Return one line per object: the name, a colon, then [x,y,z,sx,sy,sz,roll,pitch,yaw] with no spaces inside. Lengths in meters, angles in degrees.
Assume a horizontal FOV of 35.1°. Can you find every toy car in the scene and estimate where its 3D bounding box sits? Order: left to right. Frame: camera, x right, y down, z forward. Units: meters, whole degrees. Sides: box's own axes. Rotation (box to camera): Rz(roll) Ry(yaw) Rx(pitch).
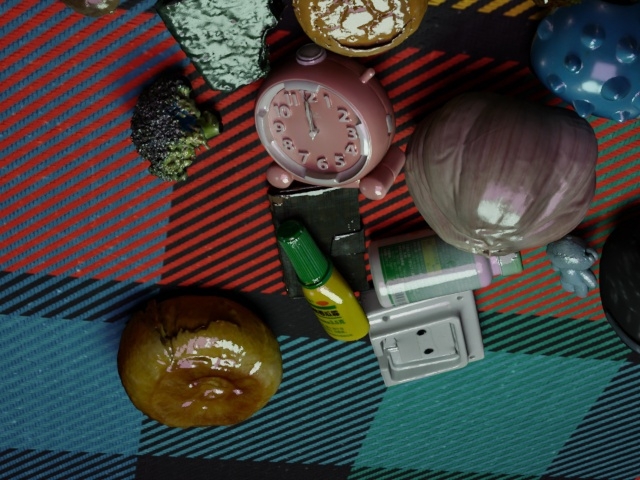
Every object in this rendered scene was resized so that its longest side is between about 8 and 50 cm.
toy car: [0.446,-0.267,1.525,0.255,0.190,0.188,15,134,-23]

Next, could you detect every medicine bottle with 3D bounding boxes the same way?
medicine bottle: [0.001,0.076,1.891,0.111,0.076,0.309,9,144,36]
medicine bottle: [0.234,0.036,1.888,0.274,0.133,0.133,-12,138,10]

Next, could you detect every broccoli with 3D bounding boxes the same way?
broccoli: [-0.225,-0.183,1.625,0.160,0.167,0.154,-14,180,-30]

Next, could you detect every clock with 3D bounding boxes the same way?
clock: [0.011,-0.203,1.591,0.227,0.142,0.241,8,135,25]
clock: [0.214,0.189,2.073,0.231,0.116,0.262,-11,139,7]

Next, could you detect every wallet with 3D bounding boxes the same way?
wallet: [0.000,0.001,1.895,0.169,0.044,0.317,-6,139,1]

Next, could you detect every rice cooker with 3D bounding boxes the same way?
rice cooker: [0.650,0.078,1.880,0.267,0.267,0.224,-6,141,2]

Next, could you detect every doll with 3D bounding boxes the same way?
doll: [0.496,0.043,1.966,0.120,0.075,0.180,22,163,33]

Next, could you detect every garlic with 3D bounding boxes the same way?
garlic: [0.283,-0.101,1.621,0.317,0.259,0.317,21,173,3]

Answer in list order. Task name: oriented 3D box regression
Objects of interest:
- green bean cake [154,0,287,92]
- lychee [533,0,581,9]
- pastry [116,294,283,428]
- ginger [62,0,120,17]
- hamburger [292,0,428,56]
green bean cake: [-0.115,-0.332,1.467,0.193,0.107,0.208,-19,137,13]
lychee: [0.336,-0.398,1.400,0.171,0.171,0.171,-2,138,-2]
pastry: [-0.244,0.250,2.075,0.356,0.164,0.356,-4,133,-4]
ginger: [-0.313,-0.398,1.395,0.104,0.080,0.204,13,138,-11]
hamburger: [0.057,-0.365,1.450,0.214,0.108,0.213,-1,134,-1]
